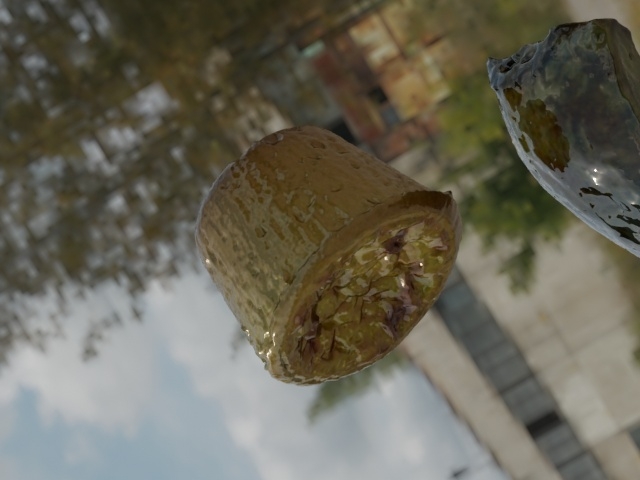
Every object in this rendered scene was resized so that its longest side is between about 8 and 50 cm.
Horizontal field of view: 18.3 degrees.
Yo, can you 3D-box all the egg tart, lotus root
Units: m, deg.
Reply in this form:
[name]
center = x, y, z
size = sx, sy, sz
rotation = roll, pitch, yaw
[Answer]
[egg tart]
center = 0.000, 0.000, 1.583
size = 0.147, 0.202, 0.202
rotation = 48, 180, 29
[lotus root]
center = 0.268, -0.043, 1.553
size = 0.314, 0.210, 0.142
rotation = 21, -114, -23
